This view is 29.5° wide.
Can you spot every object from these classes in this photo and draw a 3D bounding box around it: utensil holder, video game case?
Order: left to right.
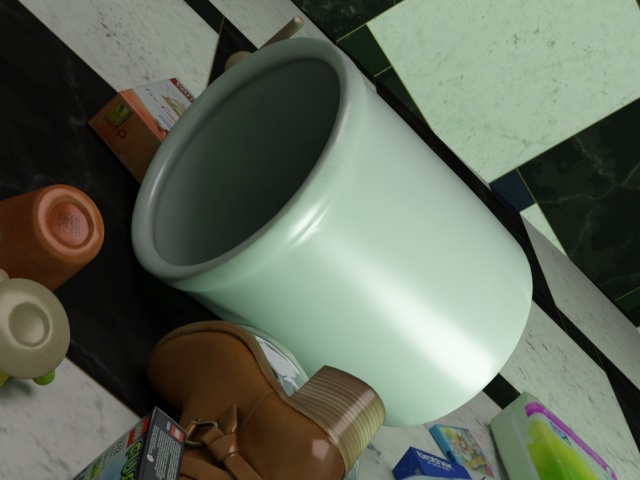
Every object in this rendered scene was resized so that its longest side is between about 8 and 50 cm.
[{"bbox_3d":[0.022,0.005,1.447,0.385,0.328,0.327,41,18,-35],"label":"utensil holder"},{"bbox_3d":[0.228,0.339,1.749,0.119,0.015,0.166,21,32,-58],"label":"video game case"}]

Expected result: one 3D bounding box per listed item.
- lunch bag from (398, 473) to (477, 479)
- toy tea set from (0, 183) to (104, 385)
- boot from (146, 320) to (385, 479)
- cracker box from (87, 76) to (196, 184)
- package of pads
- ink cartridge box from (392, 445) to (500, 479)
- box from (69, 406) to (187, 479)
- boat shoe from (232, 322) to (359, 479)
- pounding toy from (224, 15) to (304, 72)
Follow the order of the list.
[{"bbox_3d":[0.090,0.306,1.196,0.219,0.176,0.090,23,30,-57],"label":"lunch bag"},{"bbox_3d":[-0.337,-0.023,1.026,0.336,0.124,0.200,46,46,-22],"label":"toy tea set"},{"bbox_3d":[-0.108,0.185,1.080,0.220,0.283,0.109,-40,133,-39],"label":"boot"},{"bbox_3d":[-0.198,-0.133,1.623,0.155,0.067,0.232,49,16,-2],"label":"cracker box"},{"bbox_3d":[0.388,0.393,1.865,0.229,0.101,0.296,44,13,-16],"label":"package of pads"},{"bbox_3d":[0.196,0.335,1.538,0.207,0.046,0.097,25,19,-29],"label":"ink cartridge box"},{"bbox_3d":[-0.157,0.218,0.877,0.036,0.114,0.207,43,17,-17],"label":"box"},{"bbox_3d":[-0.039,0.186,1.301,0.227,0.079,0.081,51,12,-3],"label":"boat shoe"},{"bbox_3d":[-0.088,-0.161,1.620,0.110,0.183,0.236,-5,78,-31],"label":"pounding toy"}]
